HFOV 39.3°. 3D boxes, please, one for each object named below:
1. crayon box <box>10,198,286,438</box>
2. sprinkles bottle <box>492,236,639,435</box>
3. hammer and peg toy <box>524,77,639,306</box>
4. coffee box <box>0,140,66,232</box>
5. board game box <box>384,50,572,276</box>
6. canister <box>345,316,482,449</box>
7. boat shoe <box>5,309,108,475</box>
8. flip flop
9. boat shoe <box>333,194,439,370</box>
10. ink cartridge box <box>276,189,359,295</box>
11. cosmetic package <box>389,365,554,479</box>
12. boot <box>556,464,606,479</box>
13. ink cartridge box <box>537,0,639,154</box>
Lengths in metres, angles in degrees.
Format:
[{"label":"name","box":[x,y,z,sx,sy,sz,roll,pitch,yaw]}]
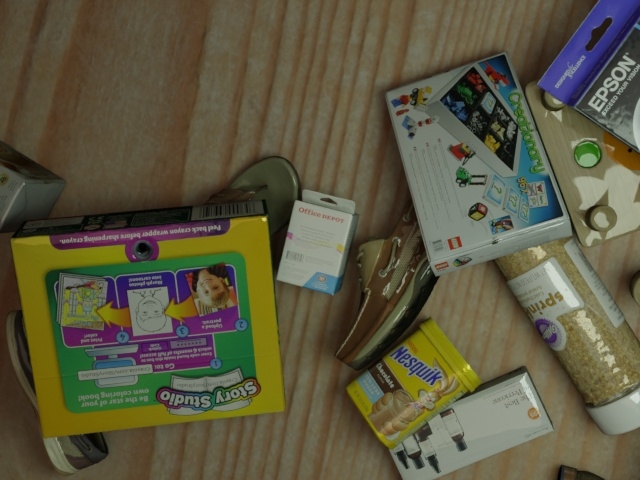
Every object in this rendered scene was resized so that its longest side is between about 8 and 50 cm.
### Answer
[{"label":"crayon box","box":[-0.245,0.116,1.336,0.363,0.106,0.313,-5,107,-4]},{"label":"sprinkles bottle","box":[0.363,0.102,1.296,0.121,0.121,0.355,-33,86,10]},{"label":"hammer and peg toy","box":[0.472,-0.099,1.265,0.266,0.127,0.361,-21,89,8]},{"label":"coffee box","box":[-0.559,-0.116,1.439,0.247,0.141,0.098,31,98,7]},{"label":"board game box","box":[0.216,-0.115,1.272,0.193,0.053,0.305,-17,58,11]},{"label":"canister","box":[0.136,0.214,1.337,0.170,0.073,0.126,-39,55,2]},{"label":"boat shoe","box":[-0.424,0.238,1.456,0.092,0.103,0.285,-19,93,5]},{"label":"flip flop","box":[-0.152,-0.032,1.401,0.277,0.080,0.112,-28,88,10]},{"label":"boat shoe","box":[0.116,0.041,1.346,0.120,0.122,0.324,35,89,15]},{"label":"ink cartridge box","box":[0.000,0.000,1.370,0.092,0.090,0.143,15,94,9]},{"label":"cosmetic package","box":[0.222,0.284,1.360,0.239,0.060,0.098,-26,89,10]},{"label":"boot","box":[0.391,0.452,1.327,0.106,0.082,0.219,9,92,12]},{"label":"ink cartridge box","box":[0.431,-0.231,1.179,0.208,0.045,0.206,36,97,7]}]
